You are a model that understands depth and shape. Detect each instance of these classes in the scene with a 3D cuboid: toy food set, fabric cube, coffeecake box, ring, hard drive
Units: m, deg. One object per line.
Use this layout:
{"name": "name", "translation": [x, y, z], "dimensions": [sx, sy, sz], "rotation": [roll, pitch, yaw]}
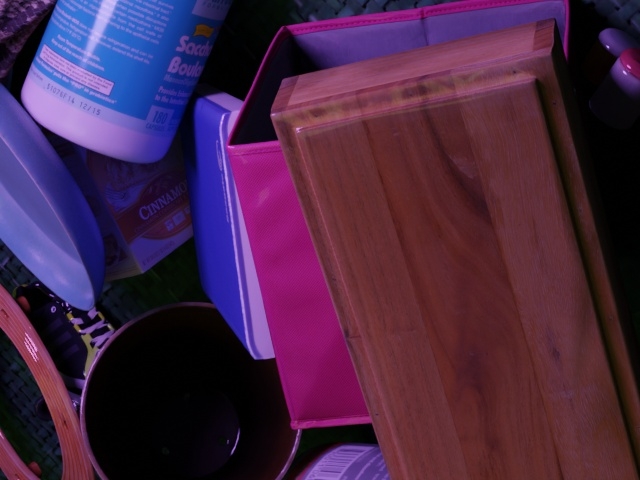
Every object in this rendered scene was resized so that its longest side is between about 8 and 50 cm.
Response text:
{"name": "toy food set", "translation": [0.312, -0.104, 1.519], "dimensions": [0.232, 0.111, 0.104], "rotation": [40, 124, 13]}
{"name": "fabric cube", "translation": [0.092, -0.028, 1.590], "dimensions": [0.259, 0.254, 0.258], "rotation": [-6, 115, 13]}
{"name": "coffeecake box", "translation": [-0.193, -0.075, 1.931], "dimensions": [0.068, 0.142, 0.185], "rotation": [-14, 108, 44]}
{"name": "ring", "translation": [-0.335, 0.174, 2.196], "dimensions": [0.336, 0.032, 0.336], "rotation": [41, 145, 38]}
{"name": "hard drive", "translation": [-0.082, -0.027, 1.775], "dimensions": [0.319, 0.040, 0.210], "rotation": [-143, 45, -76]}

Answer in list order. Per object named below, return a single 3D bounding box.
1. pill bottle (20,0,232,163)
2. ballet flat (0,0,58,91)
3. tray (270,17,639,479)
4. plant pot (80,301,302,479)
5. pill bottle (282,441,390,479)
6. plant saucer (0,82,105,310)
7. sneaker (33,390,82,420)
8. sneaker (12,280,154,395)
{"name": "pill bottle", "translation": [-0.159, -0.213, 1.765], "dimensions": [0.146, 0.146, 0.264], "rotation": [30, 104, 22]}
{"name": "ballet flat", "translation": [-0.357, -0.231, 1.935], "dimensions": [0.483, 0.182, 0.164], "rotation": [-47, 55, 47]}
{"name": "tray", "translation": [0.122, 0.057, 1.445], "dimensions": [0.203, 0.076, 0.411], "rotation": [-12, 114, 14]}
{"name": "plant pot", "translation": [-0.133, 0.185, 1.999], "dimensions": [0.215, 0.215, 0.230], "rotation": [48, 170, 4]}
{"name": "pill bottle", "translation": [0.135, 0.303, 1.858], "dimensions": [0.363, 0.210, 0.210], "rotation": [-1, 116, 41]}
{"name": "plant saucer", "translation": [-0.299, -0.071, 1.854], "dimensions": [0.317, 0.044, 0.317], "rotation": [45, 161, 20]}
{"name": "sneaker", "translation": [-0.248, 0.184, 2.197], "dimensions": [0.188, 0.078, 0.067], "rotation": [-5, 114, 41]}
{"name": "sneaker", "translation": [-0.271, 0.101, 2.146], "dimensions": [0.235, 0.084, 0.097], "rotation": [15, 118, 42]}
